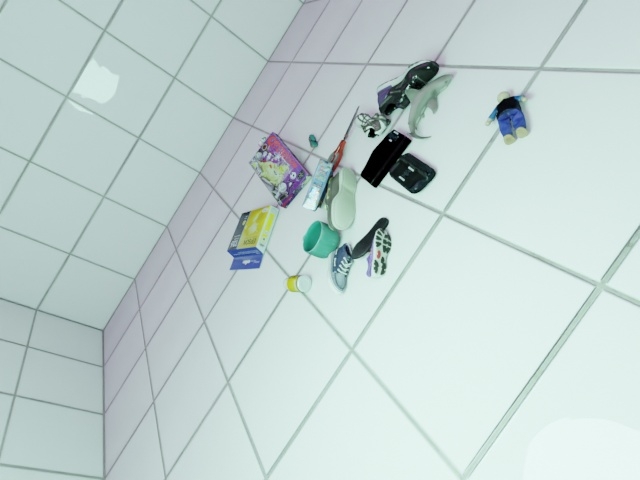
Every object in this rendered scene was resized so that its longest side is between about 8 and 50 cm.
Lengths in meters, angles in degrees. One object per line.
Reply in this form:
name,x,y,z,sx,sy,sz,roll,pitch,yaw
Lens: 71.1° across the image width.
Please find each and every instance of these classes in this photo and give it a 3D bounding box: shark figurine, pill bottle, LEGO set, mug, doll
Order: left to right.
LEGO set,-0.215,-0.409,2.306,0.287,0.132,0.107,59,137,27
pill bottle,-0.093,0.165,1.712,0.116,0.065,0.065,-9,58,51
mug,0.005,-0.005,1.675,0.129,0.098,0.157,-57,27,19
shark figurine,0.338,-0.476,1.588,0.166,0.116,0.278,11,73,58
doll,0.535,-0.361,1.285,0.129,0.046,0.188,-28,44,39

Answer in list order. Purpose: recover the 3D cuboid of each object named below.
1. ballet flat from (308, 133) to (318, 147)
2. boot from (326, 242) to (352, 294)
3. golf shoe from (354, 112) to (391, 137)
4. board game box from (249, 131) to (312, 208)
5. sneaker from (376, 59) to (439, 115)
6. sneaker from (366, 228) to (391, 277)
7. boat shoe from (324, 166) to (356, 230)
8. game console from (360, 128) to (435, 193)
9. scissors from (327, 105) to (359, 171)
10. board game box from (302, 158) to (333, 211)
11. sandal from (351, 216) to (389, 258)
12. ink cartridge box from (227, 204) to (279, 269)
ballet flat,-0.036,-0.472,2.173,0.041,0.041,0.114,-42,36,26
boot,0.072,0.093,1.538,0.086,0.069,0.189,-42,35,31
golf shoe,0.191,-0.461,1.810,0.198,0.077,0.093,19,81,58
board game box,-0.200,-0.343,2.158,0.208,0.056,0.346,-47,58,14
sneaker,0.335,-0.565,1.697,0.283,0.107,0.124,-20,64,50
sneaker,0.176,0.040,1.444,0.071,0.068,0.169,-19,50,56
boat shoe,0.070,-0.148,1.703,0.091,0.109,0.304,-29,37,40
game console,0.269,-0.254,1.572,0.213,0.044,0.361,-53,32,13
scissors,0.107,-0.426,1.907,0.297,0.021,0.109,-58,26,22
board game box,-0.010,-0.203,1.797,0.194,0.060,0.194,83,-150,-81
sandal,0.175,0.000,1.509,0.179,0.040,0.067,-49,35,-10
ink cartridge box,-0.349,-0.010,2.204,0.304,0.072,0.307,-8,57,51
